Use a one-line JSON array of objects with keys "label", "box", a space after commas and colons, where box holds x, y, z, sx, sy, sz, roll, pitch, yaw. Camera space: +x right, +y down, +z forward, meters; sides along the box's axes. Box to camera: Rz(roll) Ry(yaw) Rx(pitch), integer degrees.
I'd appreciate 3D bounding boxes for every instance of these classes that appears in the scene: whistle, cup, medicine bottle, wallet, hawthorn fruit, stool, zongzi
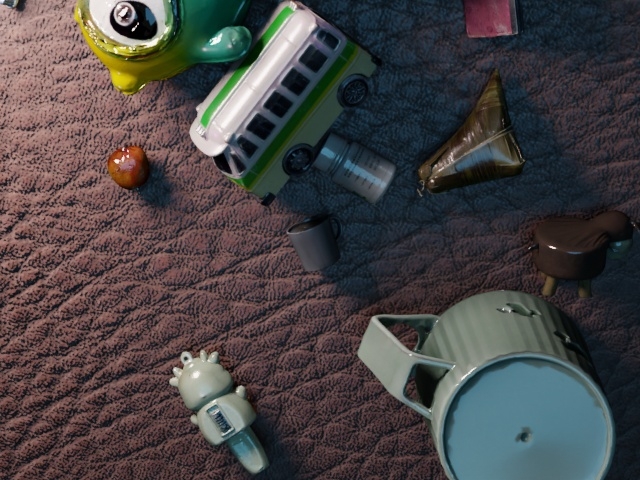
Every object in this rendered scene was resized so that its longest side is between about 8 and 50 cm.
[{"label": "whistle", "box": [-0.171, 0.301, 1.802, 0.101, 0.106, 0.253, -32, 94, 36]}, {"label": "cup", "box": [0.000, 0.000, 1.763, 0.100, 0.078, 0.077, -30, 108, -26]}, {"label": "medicine bottle", "box": [0.056, -0.124, 1.729, 0.130, 0.080, 0.080, 29, 100, -6]}, {"label": "wallet", "box": [0.271, -0.448, 1.657, 0.025, 0.119, 0.232, -16, 104, -33]}, {"label": "hawthorn fruit", "box": [-0.323, -0.124, 1.731, 0.077, 0.077, 0.077, 0, 101, -1]}, {"label": "stool", "box": [0.452, 0.019, 1.750, 0.217, 0.125, 0.121, -15, 120, -16]}, {"label": "zongzi", "box": [0.236, -0.180, 1.728, 0.187, 0.084, 0.184, -14, 87, 6]}, {"label": "cup", "box": [0.268, 0.265, 1.663, 0.401, 0.392, 0.310, -7, 96, 6]}]

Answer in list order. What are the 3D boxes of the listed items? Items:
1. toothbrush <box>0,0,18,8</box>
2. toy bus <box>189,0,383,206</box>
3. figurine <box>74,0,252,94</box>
[{"label": "toothbrush", "box": [-0.458, -0.567, 1.661, 0.040, 0.040, 0.386, 19, 97, -4]}, {"label": "toy bus", "box": [-0.070, -0.226, 1.638, 0.305, 0.143, 0.179, -51, 135, 9]}, {"label": "figurine", "box": [-0.228, -0.391, 1.612, 0.340, 0.231, 0.324, -33, 73, 14]}]
